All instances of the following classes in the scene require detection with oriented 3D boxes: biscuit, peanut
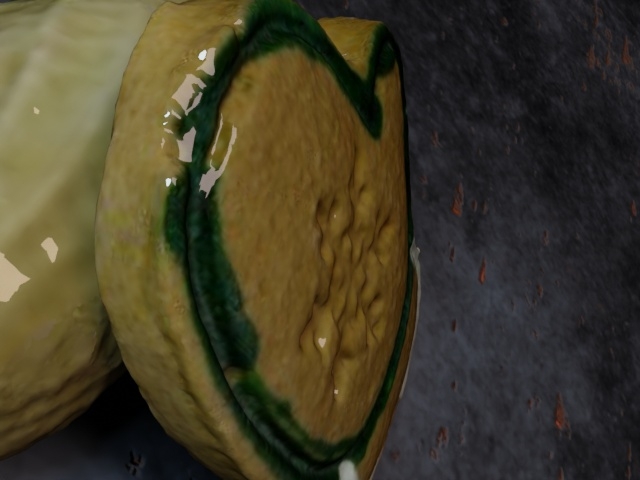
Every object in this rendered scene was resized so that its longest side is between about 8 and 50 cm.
[{"bbox_3d":[0.002,0.000,0.513,0.343,0.057,0.287,63,38,-51],"label":"biscuit"},{"bbox_3d":[-0.142,-0.014,0.449,0.174,0.158,0.340,42,45,-21],"label":"peanut"}]
